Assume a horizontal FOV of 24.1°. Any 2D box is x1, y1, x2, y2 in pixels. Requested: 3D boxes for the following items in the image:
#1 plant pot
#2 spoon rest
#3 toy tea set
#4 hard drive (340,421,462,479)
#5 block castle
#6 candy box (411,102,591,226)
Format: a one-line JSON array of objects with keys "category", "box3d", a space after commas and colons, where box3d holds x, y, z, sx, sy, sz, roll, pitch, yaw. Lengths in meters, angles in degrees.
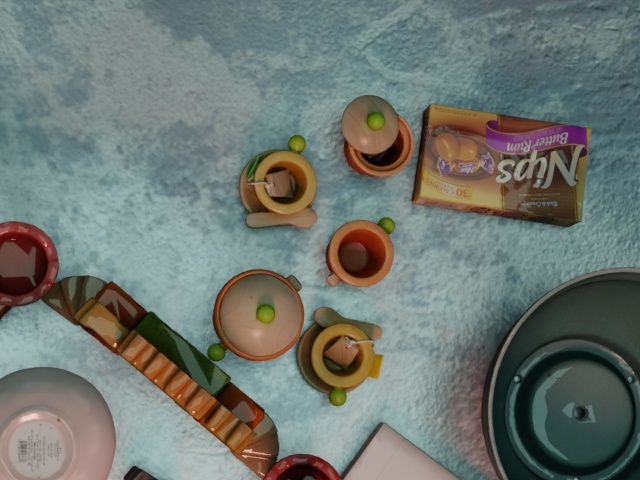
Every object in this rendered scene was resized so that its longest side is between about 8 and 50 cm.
[{"category": "plant pot", "box3d": [0.297, 0.181, 1.580, 0.293, 0.196, 0.293, 1, 84, -7]}, {"category": "spoon rest", "box3d": [-0.261, 0.255, 1.376, 0.137, 0.084, 0.276, 3, 83, -6]}, {"category": "toy tea set", "box3d": [0.000, 0.000, 1.592, 0.200, 0.124, 0.336, 13, 82, -11]}, {"category": "hard drive", "box3d": [0.130, 0.369, 1.618, 0.307, 0.040, 0.203, 37, 81, -1]}, {"category": "block castle", "box3d": [-0.225, 0.221, 1.503, 0.453, 0.213, 0.303, 39, 80, -1]}, {"category": "candy box", "box3d": [0.202, -0.083, 1.671, 0.187, 0.053, 0.109, 9, 82, -5]}]
